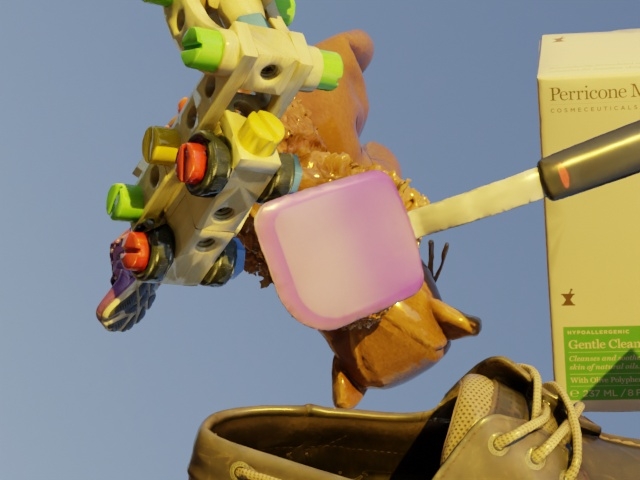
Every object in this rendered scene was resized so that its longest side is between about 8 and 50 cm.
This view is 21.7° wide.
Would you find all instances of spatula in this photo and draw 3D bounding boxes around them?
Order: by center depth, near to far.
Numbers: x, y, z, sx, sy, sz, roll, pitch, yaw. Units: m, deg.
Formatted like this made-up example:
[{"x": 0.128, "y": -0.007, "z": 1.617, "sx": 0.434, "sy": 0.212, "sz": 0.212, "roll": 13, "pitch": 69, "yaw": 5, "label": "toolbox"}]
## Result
[{"x": 0.109, "y": -0.026, "z": 0.991, "sx": 0.030, "sy": 0.296, "sz": 0.084, "roll": -174, "pitch": -115, "yaw": -82, "label": "spatula"}]

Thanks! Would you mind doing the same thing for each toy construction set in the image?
[{"x": -0.089, "y": -0.091, "z": 1.275, "sx": 0.328, "sy": 0.151, "sz": 0.215, "roll": 110, "pitch": -31, "yaw": -49, "label": "toy construction set"}]

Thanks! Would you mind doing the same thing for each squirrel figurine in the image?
[{"x": 0.000, "y": 0.000, "z": 1.766, "sx": 0.370, "sy": 0.281, "sz": 0.397, "roll": 62, "pitch": 8, "yaw": -3, "label": "squirrel figurine"}]

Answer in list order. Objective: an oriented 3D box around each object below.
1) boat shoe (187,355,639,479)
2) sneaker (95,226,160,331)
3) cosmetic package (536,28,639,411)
[{"x": 0.094, "y": 0.139, "z": 0.891, "sx": 0.132, "sy": 0.355, "sz": 0.130, "roll": -86, "pitch": 171, "yaw": -68, "label": "boat shoe"}, {"x": -0.210, "y": 0.032, "z": 1.850, "sx": 0.071, "sy": 0.170, "sz": 0.068, "roll": 19, "pitch": -43, "yaw": 9, "label": "sneaker"}, {"x": 0.324, "y": -0.021, "z": 1.696, "sx": 0.197, "sy": 0.155, "sz": 0.366, "roll": -3, "pitch": -67, "yaw": 11, "label": "cosmetic package"}]
